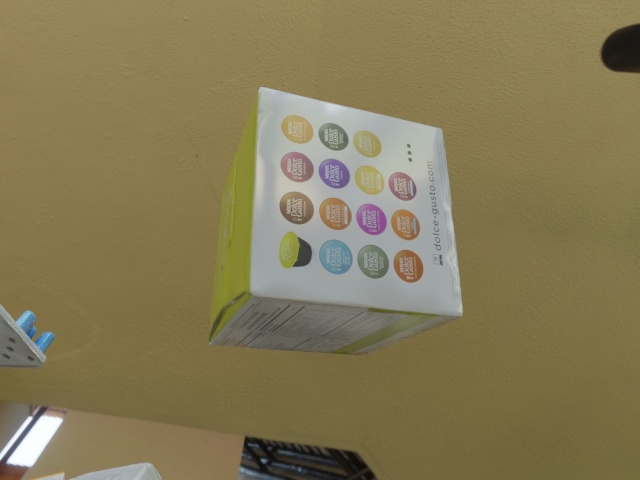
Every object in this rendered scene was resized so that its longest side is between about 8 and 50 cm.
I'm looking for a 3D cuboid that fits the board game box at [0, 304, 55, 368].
[{"bbox_3d":[-0.620,0.031,0.655,0.389,0.050,0.390,-2,-51,15],"label":"board game box"}]

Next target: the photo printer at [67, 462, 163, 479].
[{"bbox_3d":[-0.341,0.571,0.875,0.255,0.107,0.308,-21,-81,27],"label":"photo printer"}]

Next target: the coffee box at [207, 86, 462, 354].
[{"bbox_3d":[0.000,0.000,0.855,0.333,0.338,0.338,8,-114,-19],"label":"coffee box"}]

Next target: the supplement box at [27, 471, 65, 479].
[{"bbox_3d":[-0.288,0.271,0.472,0.062,0.098,0.036,-6,-90,-21],"label":"supplement box"}]
